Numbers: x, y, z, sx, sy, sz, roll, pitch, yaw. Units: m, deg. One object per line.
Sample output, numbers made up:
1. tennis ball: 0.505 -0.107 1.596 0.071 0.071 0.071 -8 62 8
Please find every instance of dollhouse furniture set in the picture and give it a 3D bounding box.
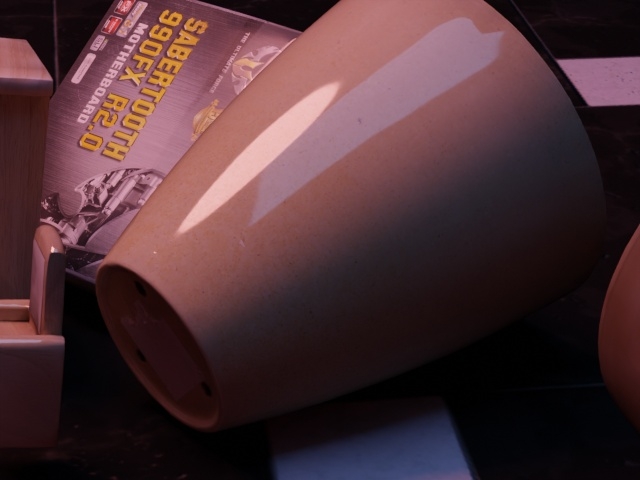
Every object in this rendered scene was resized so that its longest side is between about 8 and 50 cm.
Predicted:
1. dollhouse furniture set: -0.325 -0.014 1.119 0.303 0.198 0.286 1 16 -17

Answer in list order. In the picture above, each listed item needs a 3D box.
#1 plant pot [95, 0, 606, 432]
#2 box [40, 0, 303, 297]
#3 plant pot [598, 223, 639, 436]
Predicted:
1. plant pot: 0.000 0.000 1.176 0.274 0.256 0.256 -35 41 -27
2. box: -0.124 -0.066 1.324 0.183 0.056 0.231 21 73 35
3. plant pot: 0.353 0.091 0.942 0.323 0.323 0.280 -10 44 -21
